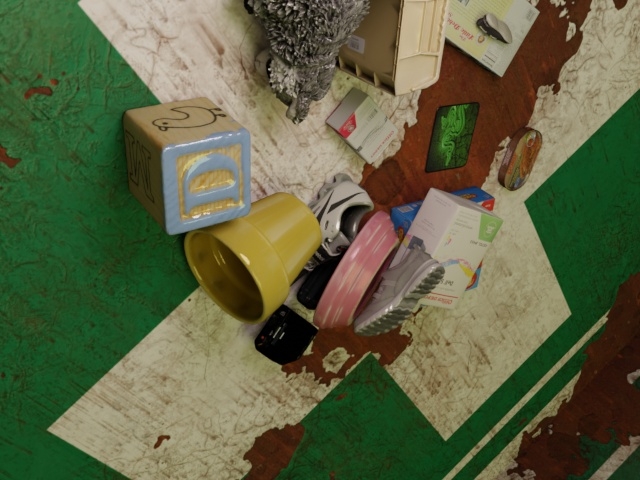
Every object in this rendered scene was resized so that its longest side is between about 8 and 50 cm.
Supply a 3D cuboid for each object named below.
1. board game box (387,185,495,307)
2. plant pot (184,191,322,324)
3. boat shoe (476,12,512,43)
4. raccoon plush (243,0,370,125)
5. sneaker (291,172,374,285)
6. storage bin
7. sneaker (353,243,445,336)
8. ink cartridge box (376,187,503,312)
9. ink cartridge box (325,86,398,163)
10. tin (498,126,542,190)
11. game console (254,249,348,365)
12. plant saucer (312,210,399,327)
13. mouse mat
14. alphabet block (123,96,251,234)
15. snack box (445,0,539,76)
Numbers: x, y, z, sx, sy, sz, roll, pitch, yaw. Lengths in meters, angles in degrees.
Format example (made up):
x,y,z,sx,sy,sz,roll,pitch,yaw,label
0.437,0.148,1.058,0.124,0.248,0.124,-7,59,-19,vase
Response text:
x,y,z,sx,sy,sz,roll,pitch,yaw,label
0.327,0.026,2.234,0.308,0.086,0.302,-16,126,-29,board game box
-0.133,0.018,1.779,0.239,0.254,0.254,-39,137,-31,plant pot
0.418,-0.502,1.904,0.125,0.038,0.046,16,66,-48,boat shoe
0.033,-0.378,1.523,0.216,0.446,0.299,-37,122,-31,raccoon plush
0.000,0.000,1.927,0.330,0.146,0.122,-53,137,6,sneaker
0.125,-0.462,1.625,0.123,0.262,0.260,-19,128,-32,storage bin
0.183,0.130,1.989,0.281,0.115,0.105,-44,143,14,sneaker
0.305,0.058,2.090,0.207,0.119,0.353,13,110,-43,ink cartridge box
0.100,-0.269,1.881,0.109,0.063,0.150,-50,136,0,ink cartridge box
0.572,-0.234,2.288,0.106,0.040,0.190,-2,119,-41,tin
-0.026,0.158,2.059,0.361,0.044,0.213,-55,152,-7,game console
0.100,0.085,1.978,0.332,0.084,0.332,-57,170,-16,plant saucer
0.349,-0.272,2.112,0.152,0.007,0.190,-12,124,-31,mouse mat
-0.264,-0.152,1.584,0.192,0.197,0.193,-16,126,-30,alphabet block
0.382,-0.543,1.920,0.322,0.060,0.187,20,104,-44,snack box
